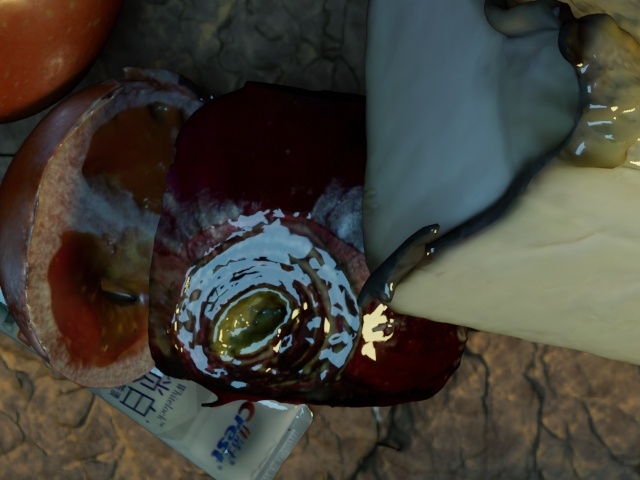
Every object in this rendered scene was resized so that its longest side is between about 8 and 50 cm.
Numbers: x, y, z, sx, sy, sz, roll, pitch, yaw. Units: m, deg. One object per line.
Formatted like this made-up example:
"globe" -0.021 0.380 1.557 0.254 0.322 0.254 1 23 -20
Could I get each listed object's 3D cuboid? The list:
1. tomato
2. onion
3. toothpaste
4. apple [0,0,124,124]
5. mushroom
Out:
"tomato" -0.167 -0.018 0.971 0.112 0.199 0.228 15 80 33
"onion" 0.006 0.000 0.920 0.207 0.216 0.206 6 100 4
"toothpaste" -0.164 0.087 1.064 0.323 0.066 0.100 32 108 0
"apple" -0.258 -0.190 0.917 0.260 0.260 0.216 14 130 11
"mushroom" 0.231 -0.084 0.852 0.397 0.314 0.224 15 141 -22
